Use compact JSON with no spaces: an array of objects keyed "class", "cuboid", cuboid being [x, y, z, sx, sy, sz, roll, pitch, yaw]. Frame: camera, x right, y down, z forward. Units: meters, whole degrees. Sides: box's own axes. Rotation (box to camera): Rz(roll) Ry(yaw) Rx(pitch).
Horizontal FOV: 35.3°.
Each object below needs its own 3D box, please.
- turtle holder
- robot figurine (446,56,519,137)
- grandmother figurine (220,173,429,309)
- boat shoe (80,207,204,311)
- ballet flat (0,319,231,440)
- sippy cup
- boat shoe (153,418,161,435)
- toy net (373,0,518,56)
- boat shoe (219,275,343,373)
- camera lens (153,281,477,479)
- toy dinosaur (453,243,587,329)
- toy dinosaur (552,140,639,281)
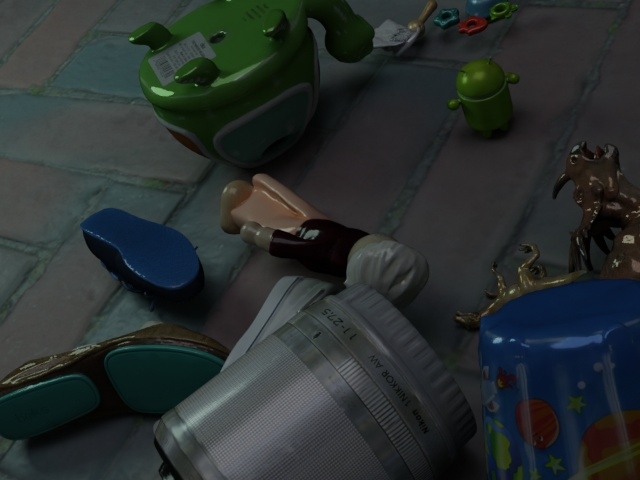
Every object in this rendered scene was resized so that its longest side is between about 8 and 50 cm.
[{"class":"turtle holder","cuboid":[-0.101,-0.254,1.480,0.243,0.227,0.320,17,57,37]},{"class":"robot figurine","cuboid":[0.221,-0.194,1.353,0.101,0.115,0.067,-23,44,4]},{"class":"grandmother figurine","cuboid":[0.000,0.000,1.216,0.207,0.104,0.342,-4,17,-35]},{"class":"boat shoe","cuboid":[-0.232,0.028,1.378,0.109,0.089,0.258,-29,37,-23]},{"class":"ballet flat","cuboid":[-0.252,0.162,1.257,0.342,0.116,0.124,-17,25,15]},{"class":"sippy cup","cuboid":[0.238,0.159,0.867,0.305,0.224,0.240,-5,13,45]},{"class":"boat shoe","cuboid":[-0.164,0.230,1.184,0.100,0.035,0.035,22,61,38]},{"class":"toy net","cuboid":[0.186,-0.325,1.550,0.232,0.045,0.122,-22,45,6]},{"class":"boat shoe","cuboid":[-0.046,0.141,1.172,0.084,0.095,0.258,1,50,30]},{"class":"camera lens","cuboid":[-0.010,0.201,1.008,0.274,0.219,0.219,-36,44,-11]},{"class":"toy dinosaur","cuboid":[0.238,0.054,1.144,0.183,0.053,0.093,-28,35,37]},{"class":"toy dinosaur","cuboid":[0.334,0.047,1.075,0.200,0.127,0.296,-1,61,34]}]
